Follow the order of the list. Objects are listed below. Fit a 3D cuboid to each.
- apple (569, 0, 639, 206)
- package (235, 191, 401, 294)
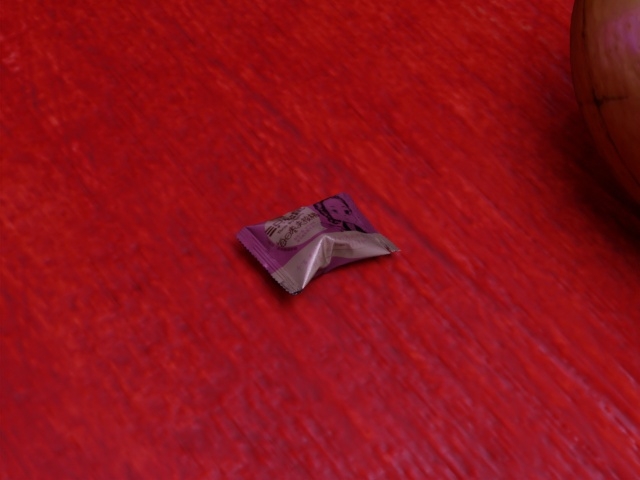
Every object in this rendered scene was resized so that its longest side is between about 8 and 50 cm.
[{"bbox_3d":[0.281,-0.107,0.656,0.286,0.286,0.233,-21,89,-18],"label":"apple"},{"bbox_3d":[0.000,0.000,0.709,0.083,0.029,0.059,-21,51,-30],"label":"package"}]
